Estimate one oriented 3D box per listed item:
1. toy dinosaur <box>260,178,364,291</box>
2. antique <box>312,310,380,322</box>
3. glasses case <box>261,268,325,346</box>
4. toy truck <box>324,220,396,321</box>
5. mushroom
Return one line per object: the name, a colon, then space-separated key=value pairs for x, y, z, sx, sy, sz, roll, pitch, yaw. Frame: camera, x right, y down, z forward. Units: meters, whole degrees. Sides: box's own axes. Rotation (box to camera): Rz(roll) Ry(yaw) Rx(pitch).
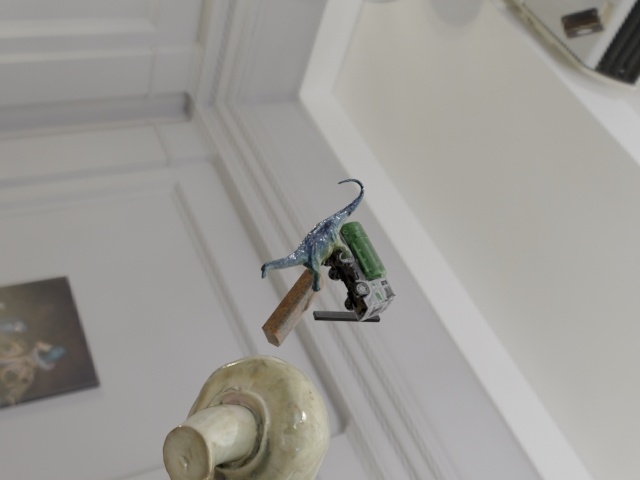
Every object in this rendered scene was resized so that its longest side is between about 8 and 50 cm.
toy dinosaur: x=0.000 y=0.011 z=1.860 sx=0.076 sy=0.363 sz=0.147 roll=19 pitch=-40 yaw=39
antique: x=0.071 y=0.207 z=2.224 sx=0.031 sy=0.192 sz=0.015 roll=-115 pitch=-144 yaw=-52
glasses case: x=-0.066 y=0.174 z=2.141 sx=0.049 sy=0.218 sz=0.075 roll=22 pitch=-29 yaw=28
toy truck: x=0.094 y=0.070 z=2.005 sx=0.242 sy=0.125 sz=0.101 roll=64 pitch=-26 yaw=21
mushroom: x=-0.133 y=0.397 z=1.559 sx=0.356 sy=0.315 sz=0.315 roll=-77 pitch=174 yaw=-60
